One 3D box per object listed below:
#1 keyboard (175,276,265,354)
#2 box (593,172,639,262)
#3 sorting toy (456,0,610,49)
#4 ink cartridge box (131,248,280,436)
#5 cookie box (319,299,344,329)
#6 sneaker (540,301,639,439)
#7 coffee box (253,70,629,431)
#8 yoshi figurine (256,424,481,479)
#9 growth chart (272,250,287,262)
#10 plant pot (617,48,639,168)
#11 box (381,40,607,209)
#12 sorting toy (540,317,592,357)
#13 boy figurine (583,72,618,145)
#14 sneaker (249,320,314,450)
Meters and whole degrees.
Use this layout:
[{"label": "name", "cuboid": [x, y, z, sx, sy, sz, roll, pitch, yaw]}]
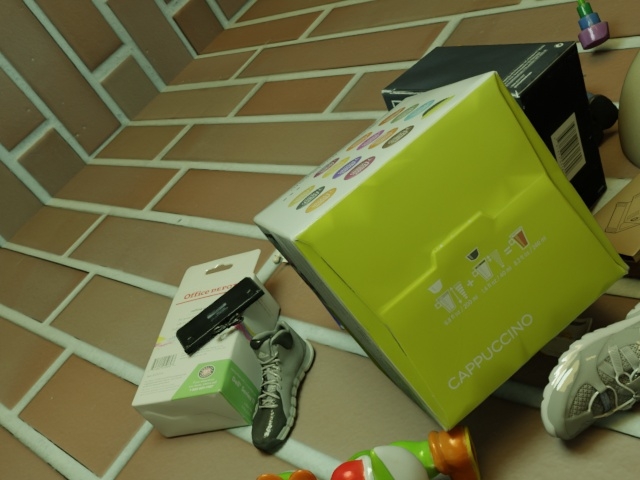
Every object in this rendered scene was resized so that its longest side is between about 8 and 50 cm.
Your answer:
[{"label": "keyboard", "cuboid": [-0.184, 0.144, 1.268, 0.180, 0.023, 0.108, -39, 30, -9]}, {"label": "box", "cuboid": [0.509, -0.044, 1.083, 0.201, 0.021, 0.164, -40, 14, -9]}, {"label": "sorting toy", "cuboid": [0.447, -0.434, 1.525, 0.366, 0.126, 0.127, -22, -6, 19]}, {"label": "ink cartridge box", "cuboid": [-0.208, 0.195, 1.347, 0.207, 0.119, 0.353, -14, 40, 25]}, {"label": "cookie box", "cuboid": [0.056, 0.109, 1.243, 0.092, 0.107, 0.040, -16, 38, 26]}, {"label": "sneaker", "cuboid": [0.410, 0.166, 0.882, 0.281, 0.105, 0.115, -38, 34, -6]}, {"label": "coffee box", "cuboid": [0.154, 0.004, 1.005, 0.338, 0.338, 0.334, -40, 13, -6]}, {"label": "yoshi figurine", "cuboid": [0.047, 0.382, 0.912, 0.362, 0.203, 0.203, -14, 78, 6]}, {"label": "growth chart", "cuboid": [0.000, 0.000, 1.500, 0.237, 0.021, 0.172, 8, 51, 45]}, {"label": "plant pot", "cuboid": [0.638, -0.270, 1.150, 0.284, 0.191, 0.284, -23, 36, 18]}, {"label": "box", "cuboid": [0.308, -0.180, 1.206, 0.183, 0.296, 0.294, -43, 35, -25]}, {"label": "sorting toy", "cuboid": [0.367, 0.136, 1.015, 0.083, 0.044, 0.075, 10, 46, 46]}, {"label": "boy figurine", "cuboid": [0.459, -0.270, 1.385, 0.177, 0.092, 0.285, -60, 29, 11]}, {"label": "sneaker", "cuboid": [-0.094, 0.238, 1.188, 0.086, 0.132, 0.228, -11, 40, 30]}]
